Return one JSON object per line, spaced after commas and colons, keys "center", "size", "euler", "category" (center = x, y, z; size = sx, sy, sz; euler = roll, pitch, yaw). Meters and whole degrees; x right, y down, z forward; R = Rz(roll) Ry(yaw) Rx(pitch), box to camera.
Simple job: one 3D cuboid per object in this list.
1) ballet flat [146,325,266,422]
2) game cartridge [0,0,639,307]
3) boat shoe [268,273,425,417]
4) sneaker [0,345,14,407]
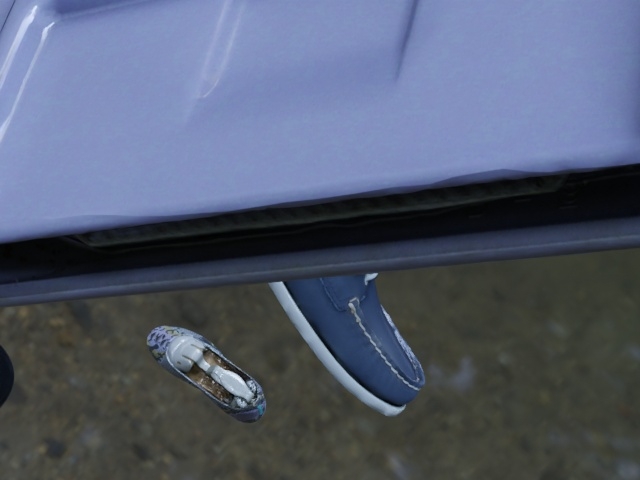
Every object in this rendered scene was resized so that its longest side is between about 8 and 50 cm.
{"center": [-0.090, 0.101, 1.152], "size": [0.114, 0.041, 0.041], "euler": [36, 31, 9], "category": "ballet flat"}
{"center": [0.015, -0.094, 0.455], "size": [0.068, 0.355, 0.230], "euler": [47, 46, -46], "category": "game cartridge"}
{"center": [0.000, 0.000, 0.948], "size": [0.254, 0.079, 0.095], "euler": [55, 10, -5], "category": "boat shoe"}
{"center": [-0.201, 0.065, 0.742], "size": [0.217, 0.121, 0.079], "euler": [14, 65, -62], "category": "sneaker"}
